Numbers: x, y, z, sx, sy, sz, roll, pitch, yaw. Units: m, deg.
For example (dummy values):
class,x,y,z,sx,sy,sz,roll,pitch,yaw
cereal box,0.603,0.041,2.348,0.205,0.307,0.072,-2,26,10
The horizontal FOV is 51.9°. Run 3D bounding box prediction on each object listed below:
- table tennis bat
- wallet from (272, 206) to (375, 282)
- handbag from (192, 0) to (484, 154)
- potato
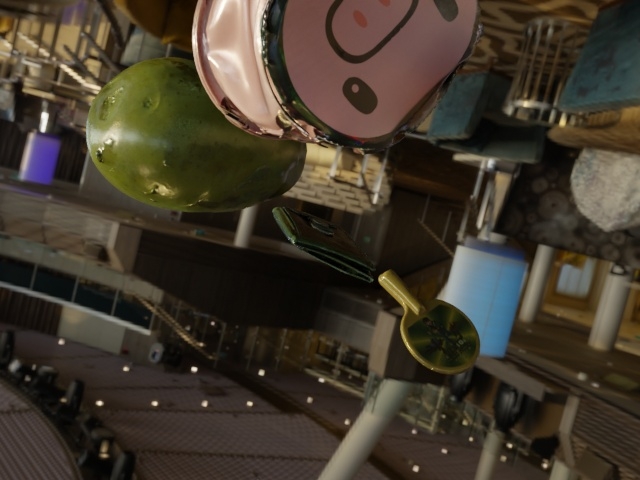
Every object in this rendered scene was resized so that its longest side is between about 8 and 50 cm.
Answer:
class,x,y,z,sx,sy,sz,roll,pitch,yaw
table tennis bat,0.261,0.197,1.636,0.198,0.050,0.321,-26,-116,-32
wallet,0.001,-0.002,1.181,0.160,0.055,0.236,23,-172,-17
handbag,0.012,-0.166,0.516,0.179,0.205,0.116,46,169,-30
potato,-0.163,-0.142,0.906,0.304,0.215,0.216,1,-171,-26
